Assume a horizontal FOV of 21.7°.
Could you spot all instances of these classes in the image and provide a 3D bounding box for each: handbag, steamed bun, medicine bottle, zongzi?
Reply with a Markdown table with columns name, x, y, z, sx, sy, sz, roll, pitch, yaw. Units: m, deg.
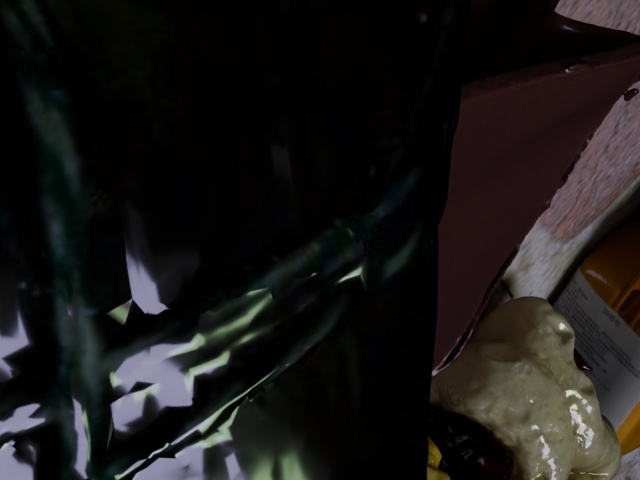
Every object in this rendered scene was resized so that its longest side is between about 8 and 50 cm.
| name | x | y | z | sx | sy | sz | roll | pitch | yaw |
| --- | --- | --- | --- | --- | --- | --- | --- | --- | --- |
| handbag | 0.001 | 0.001 | 0.746 | 0.276 | 0.084 | 0.260 | -22 | 153 | -42 |
| steamed bun | 0.125 | 0.117 | 1.130 | 0.172 | 0.141 | 0.155 | -33 | 143 | -33 |
| medicine bottle | 0.255 | 0.049 | 1.239 | 0.149 | 0.112 | 0.222 | -23 | 151 | -41 |
| zongzi | -0.121 | 0.040 | 0.441 | 0.362 | 0.319 | 0.383 | -13 | 128 | -35 |

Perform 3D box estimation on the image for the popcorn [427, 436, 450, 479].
| name | x | y | z | sx | sy | sz | roll | pitch | yaw |
| --- | --- | --- | --- | --- | --- | --- | --- | --- | --- |
| popcorn | 0.013 | 0.179 | 1.032 | 0.167 | 0.152 | 0.148 | -31 | -172 | -30 |
